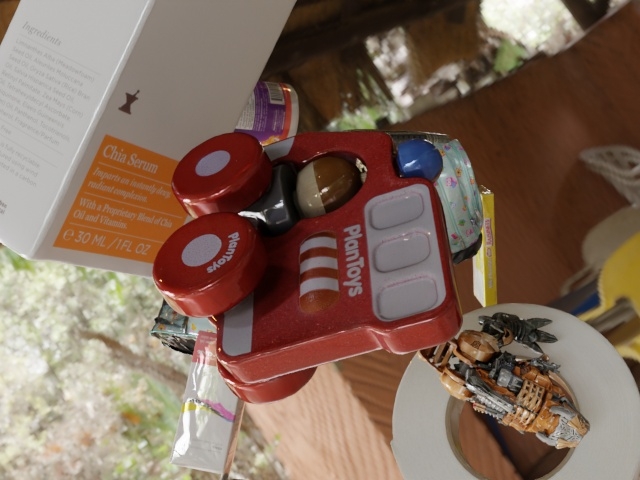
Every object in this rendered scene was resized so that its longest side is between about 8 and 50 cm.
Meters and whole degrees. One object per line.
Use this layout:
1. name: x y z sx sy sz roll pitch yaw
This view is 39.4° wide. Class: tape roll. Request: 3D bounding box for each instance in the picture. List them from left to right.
1. tape roll: 0.304 0.289 1.404 0.392 0.392 0.072 -35 -31 4

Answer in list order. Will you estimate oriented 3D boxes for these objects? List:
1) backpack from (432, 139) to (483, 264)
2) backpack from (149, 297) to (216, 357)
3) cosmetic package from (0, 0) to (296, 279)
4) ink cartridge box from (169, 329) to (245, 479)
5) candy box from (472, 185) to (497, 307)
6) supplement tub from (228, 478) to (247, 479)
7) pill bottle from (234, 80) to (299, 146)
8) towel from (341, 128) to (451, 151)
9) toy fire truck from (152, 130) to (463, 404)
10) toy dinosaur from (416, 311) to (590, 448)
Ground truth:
1. backpack: 0.193 -0.070 1.416 0.115 0.182 0.152 -26 38 -5
2. backpack: -0.142 0.128 1.390 0.166 0.188 0.144 36 -108 -44
3. cosmetic package: -0.193 -0.198 0.965 0.453 0.162 0.230 -64 -26 5
4. ink cartridge box: -0.132 0.215 1.083 0.115 0.067 0.198 89 -168 -80
5. candy box: 0.288 0.011 1.578 0.027 0.205 0.105 -4 12 2
6. supplement tub: -0.104 0.527 1.557 0.194 0.193 0.316 -37 -42 19
7. pill bottle: -0.140 -0.197 1.376 0.194 0.108 0.108 2 -23 -24
8. towel: 0.066 -0.127 1.821 0.312 0.056 0.324 -6 -28 -44
9. toy fire truck: 0.000 0.000 0.846 0.254 0.169 0.302 -15 41 14
10. toy dinosaur: 0.237 0.172 1.265 0.164 0.322 0.218 -45 -20 21
